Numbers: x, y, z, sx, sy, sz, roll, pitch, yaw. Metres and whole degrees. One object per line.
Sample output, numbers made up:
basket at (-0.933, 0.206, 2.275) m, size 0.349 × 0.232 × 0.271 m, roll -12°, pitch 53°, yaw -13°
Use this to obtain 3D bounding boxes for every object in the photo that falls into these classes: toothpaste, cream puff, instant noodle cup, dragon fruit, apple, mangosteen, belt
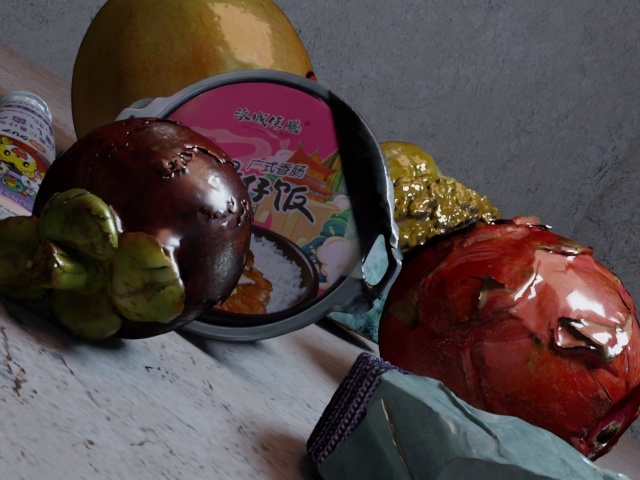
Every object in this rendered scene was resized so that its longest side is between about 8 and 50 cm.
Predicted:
toothpaste at (-0.297, -0.077, 0.982) m, size 0.114 × 0.073 × 0.299 m, roll 31°, pitch 12°, yaw -23°
cream puff at (0.162, 0.009, 1.705) m, size 0.231 × 0.327 × 0.343 m, roll 44°, pitch -30°, yaw 52°
instant noodle cup at (-0.057, -0.014, 0.989) m, size 0.302 × 0.258 × 0.181 m, roll 41°, pitch -8°, yaw 16°
dragon fruit at (0.220, 0.118, 1.145) m, size 0.301 × 0.296 × 0.295 m, roll 40°, pitch 7°, yaw 36°
apple at (-0.162, -0.195, 1.358) m, size 0.338 × 0.305 × 0.338 m, roll -6°, pitch -8°, yaw -1°
mangosteen at (-0.136, -0.001, 0.715) m, size 0.166 × 0.166 × 0.180 m, roll 34°, pitch 34°, yaw 10°
belt at (0.143, 0.192, 0.719) m, size 0.324 × 0.122 × 0.260 m, roll 31°, pitch -2°, yaw 22°

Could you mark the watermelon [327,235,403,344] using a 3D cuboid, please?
watermelon at (0.000, 0.000, 1.460) m, size 0.321 × 0.188 × 0.175 m, roll 29°, pitch -3°, yaw -3°
